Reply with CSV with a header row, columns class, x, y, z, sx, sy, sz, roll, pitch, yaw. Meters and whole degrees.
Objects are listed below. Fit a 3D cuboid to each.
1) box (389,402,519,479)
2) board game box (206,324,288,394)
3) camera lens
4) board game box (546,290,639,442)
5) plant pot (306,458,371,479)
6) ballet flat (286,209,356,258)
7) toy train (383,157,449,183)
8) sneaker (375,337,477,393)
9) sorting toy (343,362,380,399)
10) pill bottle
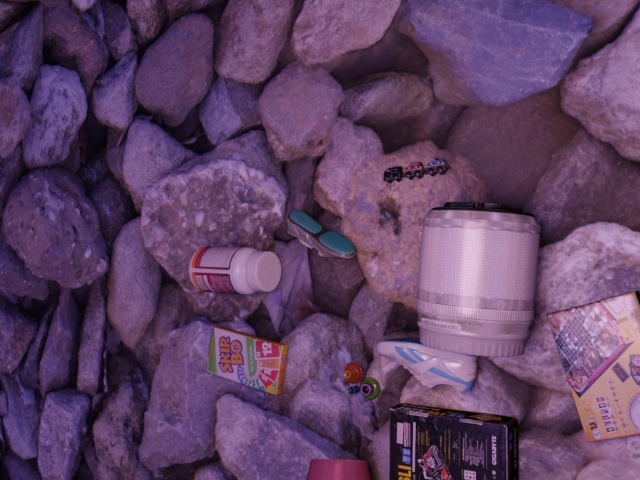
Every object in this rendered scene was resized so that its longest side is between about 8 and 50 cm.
class,x,y,z,sx,sy,sz,roll,pitch,yaw
box,0.270,0.512,1.312,0.257,0.079,0.322,-2,86,35
board game box,-0.200,0.304,1.660,0.259,0.039,0.124,9,92,36
camera lens,0.299,0.068,1.227,0.219,0.219,0.274,5,90,34
board game box,0.533,0.230,1.170,0.165,0.042,0.243,-21,76,31
plant pot,0.039,0.575,1.404,0.201,0.201,0.180,-12,65,32
ballet flat,0.000,0.000,1.531,0.213,0.072,0.068,35,134,31
toy train,0.210,-0.155,1.414,0.158,0.027,0.036,-6,73,34
sneaker,0.216,0.258,1.354,0.229,0.087,0.092,8,94,35
sorting toy,0.085,0.326,1.463,0.102,0.042,0.061,41,109,28
pill bottle,-0.216,0.075,1.627,0.221,0.121,0.121,1,88,33
